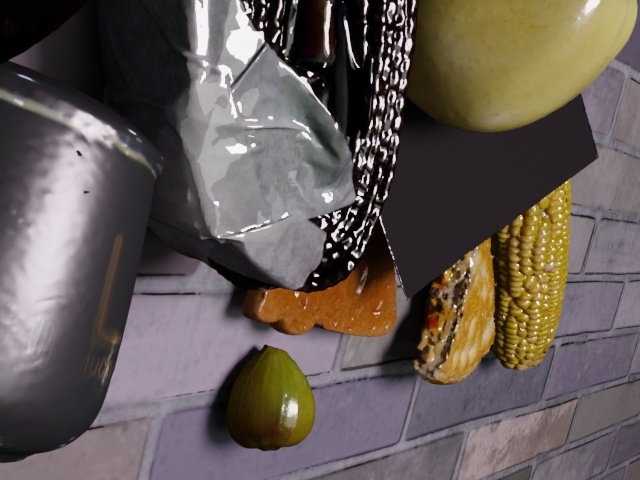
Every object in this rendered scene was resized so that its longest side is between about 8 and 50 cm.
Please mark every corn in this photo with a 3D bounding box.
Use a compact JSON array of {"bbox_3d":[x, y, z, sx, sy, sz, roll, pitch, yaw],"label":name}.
[{"bbox_3d":[0.236,0.033,1.039,0.101,0.101,0.291,-35,134,-39],"label":"corn"}]

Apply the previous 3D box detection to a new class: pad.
[{"bbox_3d":[0.150,-0.131,0.846,0.368,0.007,0.247,-32,108,-41],"label":"pad"}]

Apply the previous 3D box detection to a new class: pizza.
[{"bbox_3d":[0.146,0.052,0.960,0.188,0.062,0.198,-6,105,-65],"label":"pizza"}]

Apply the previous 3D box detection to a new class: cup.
[{"bbox_3d":[-0.162,0.010,0.456,0.223,0.169,0.176,38,67,-69],"label":"cup"}]

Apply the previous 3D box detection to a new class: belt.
[{"bbox_3d":[-0.031,-0.109,0.545,0.184,0.164,0.289,-12,111,-41],"label":"belt"}]

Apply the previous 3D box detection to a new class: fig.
[{"bbox_3d":[-0.041,0.130,0.742,0.074,0.074,0.087,15,75,-54],"label":"fig"}]

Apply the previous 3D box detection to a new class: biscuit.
[{"bbox_3d":[0.000,0.000,0.751,0.183,0.043,0.280,-57,141,-15],"label":"biscuit"}]

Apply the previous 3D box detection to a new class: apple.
[{"bbox_3d":[0.146,-0.183,0.722,0.200,0.200,0.200,-27,126,-44],"label":"apple"}]

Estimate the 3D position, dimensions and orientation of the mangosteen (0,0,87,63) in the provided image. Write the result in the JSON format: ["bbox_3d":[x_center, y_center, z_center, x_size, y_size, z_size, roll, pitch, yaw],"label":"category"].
[{"bbox_3d":[-0.140,-0.166,0.266,0.275,0.302,0.274,-24,122,-45],"label":"mangosteen"}]
